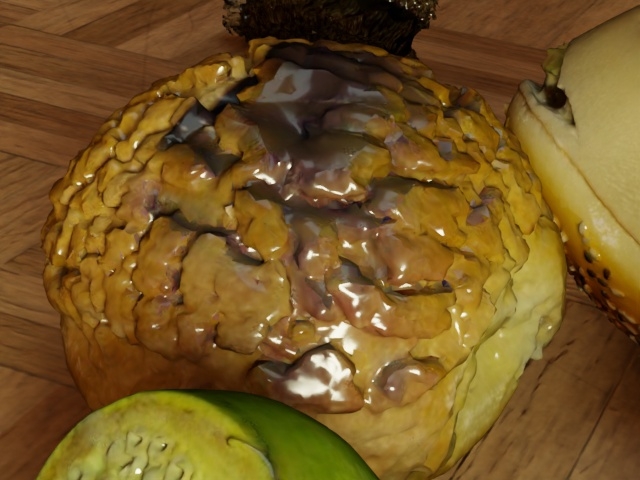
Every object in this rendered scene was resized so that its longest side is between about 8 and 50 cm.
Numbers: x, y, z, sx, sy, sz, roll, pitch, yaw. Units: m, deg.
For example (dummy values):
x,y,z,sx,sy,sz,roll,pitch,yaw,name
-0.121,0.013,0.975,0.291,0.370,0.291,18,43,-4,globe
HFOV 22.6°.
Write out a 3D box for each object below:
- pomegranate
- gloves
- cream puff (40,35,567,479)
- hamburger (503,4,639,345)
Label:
x,y,z,sx,sy,sz,roll,pitch,yaw,name
-0.057,0.187,0.739,0.159,0.241,0.190,31,23,-50,pomegranate
0.013,-0.240,1.705,0.210,0.135,0.312,23,0,-11,gloves
0.000,0.000,0.993,0.342,0.231,0.327,-10,39,-15,cream puff
0.259,-0.026,1.162,0.300,0.176,0.300,41,24,-22,hamburger
